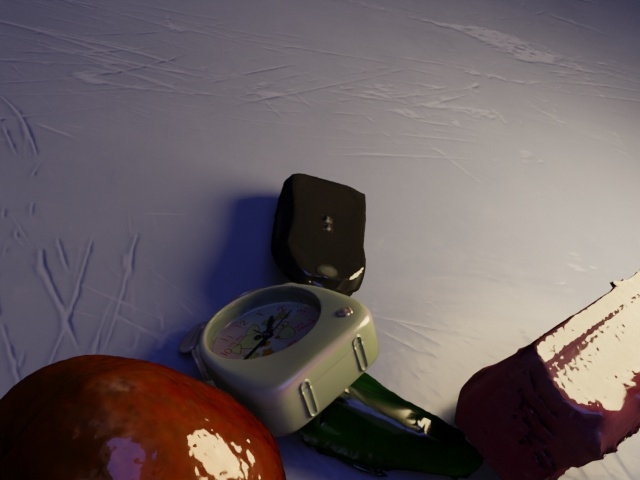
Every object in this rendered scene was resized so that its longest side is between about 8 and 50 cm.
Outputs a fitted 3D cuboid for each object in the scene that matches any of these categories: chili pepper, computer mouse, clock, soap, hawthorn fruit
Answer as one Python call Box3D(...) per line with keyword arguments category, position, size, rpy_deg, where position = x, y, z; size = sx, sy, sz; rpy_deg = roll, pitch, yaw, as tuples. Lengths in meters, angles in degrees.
Box3D(category="chili pepper", position=(0.069, 0.186, 0.638), size=(0.216, 0.062, 0.108), rpy_deg=(24, 46, -4))
Box3D(category="computer mouse", position=(0.000, 0.000, 0.758), size=(0.121, 0.074, 0.217), rpy_deg=(18, 40, -11))
Box3D(category="clock", position=(-0.050, 0.103, 0.615), size=(0.151, 0.062, 0.190), rpy_deg=(-34, 32, -33))
Box3D(category="soap", position=(0.296, 0.143, 0.664), size=(0.324, 0.220, 0.127), rpy_deg=(-18, 64, -33))
Box3D(category="hawthorn fruit", position=(-0.122, 0.205, 0.454), size=(0.260, 0.224, 0.224), rpy_deg=(21, 42, -36))
